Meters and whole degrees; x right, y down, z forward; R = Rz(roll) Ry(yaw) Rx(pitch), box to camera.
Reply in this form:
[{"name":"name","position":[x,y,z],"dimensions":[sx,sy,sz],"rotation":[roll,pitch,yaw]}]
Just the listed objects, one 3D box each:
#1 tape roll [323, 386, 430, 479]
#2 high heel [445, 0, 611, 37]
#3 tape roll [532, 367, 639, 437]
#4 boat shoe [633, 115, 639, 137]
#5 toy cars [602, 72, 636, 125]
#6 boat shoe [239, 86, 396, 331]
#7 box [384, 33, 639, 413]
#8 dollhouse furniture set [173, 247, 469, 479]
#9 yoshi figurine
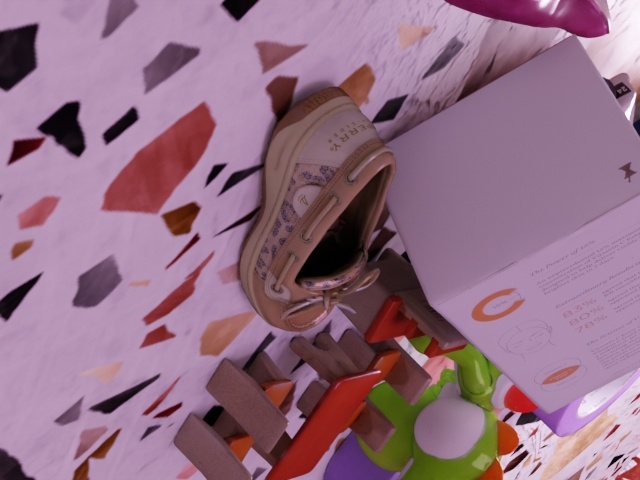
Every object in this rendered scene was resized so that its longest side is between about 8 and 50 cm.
[{"name":"tape roll","position":[0.099,0.279,1.706],"dimensions":[0.189,0.080,0.189],"rotation":[-36,153,-21]},{"name":"high heel","position":[0.178,-0.204,1.121],"dimensions":[0.117,0.082,0.244],"rotation":[-18,176,15]},{"name":"tape roll","position":[0.432,0.176,2.059],"dimensions":[0.275,0.090,0.275],"rotation":[-36,154,-21]},{"name":"boat shoe","position":[0.397,-0.118,1.588],"dimensions":[0.183,0.066,0.066],"rotation":[-24,154,-20]},{"name":"toy cars","position":[0.331,-0.082,1.423],"dimensions":[0.394,0.087,0.176],"rotation":[2,129,-44]},{"name":"boat shoe","position":[0.000,0.000,1.105],"dimensions":[0.104,0.089,0.285],"rotation":[-34,153,-25]},{"name":"box","position":[0.223,0.002,1.237],"dimensions":[0.215,0.168,0.345],"rotation":[-30,149,12]},{"name":"dollhouse furniture set","position":[0.028,0.147,1.321],"dimensions":[0.262,0.135,0.259],"rotation":[-7,136,-54]},{"name":"yoshi figurine","position":[0.159,0.144,1.547],"dimensions":[0.362,0.203,0.203],"rotation":[-60,-164,-2]}]
